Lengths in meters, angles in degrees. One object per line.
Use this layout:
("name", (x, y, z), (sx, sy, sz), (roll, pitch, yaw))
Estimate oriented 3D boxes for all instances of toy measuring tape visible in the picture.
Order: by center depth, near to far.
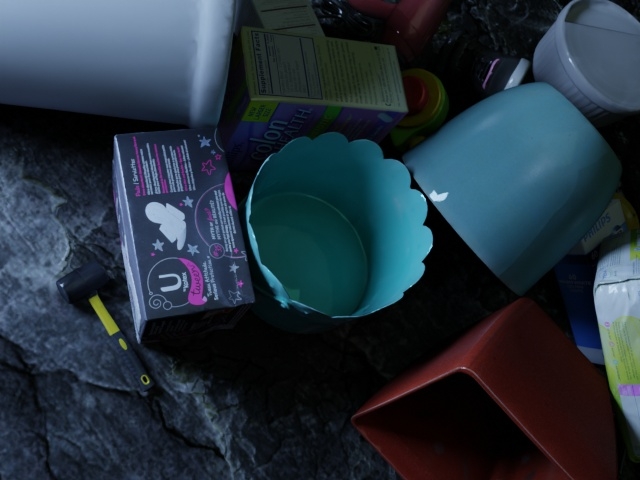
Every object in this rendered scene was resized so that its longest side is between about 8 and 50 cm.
("toy measuring tape", (0.153, -0.299, 1.156), (0.121, 0.121, 0.330), (-6, 73, -25))

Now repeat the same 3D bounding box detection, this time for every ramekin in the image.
("ramekin", (0.572, -0.362, 1.357), (0.272, 0.127, 0.273), (8, 68, -20))

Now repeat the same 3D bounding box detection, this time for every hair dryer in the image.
("hair dryer", (0.104, -0.395, 1.102), (0.293, 0.080, 0.224), (-18, 73, 14))

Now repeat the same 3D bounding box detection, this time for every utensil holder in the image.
("utensil holder", (-0.317, -0.324, 0.834), (0.385, 0.327, 0.328), (4, 69, -16))

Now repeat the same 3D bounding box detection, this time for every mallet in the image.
("mallet", (-0.285, 0.121, 0.858), (0.062, 0.039, 0.190), (-24, 85, -29))

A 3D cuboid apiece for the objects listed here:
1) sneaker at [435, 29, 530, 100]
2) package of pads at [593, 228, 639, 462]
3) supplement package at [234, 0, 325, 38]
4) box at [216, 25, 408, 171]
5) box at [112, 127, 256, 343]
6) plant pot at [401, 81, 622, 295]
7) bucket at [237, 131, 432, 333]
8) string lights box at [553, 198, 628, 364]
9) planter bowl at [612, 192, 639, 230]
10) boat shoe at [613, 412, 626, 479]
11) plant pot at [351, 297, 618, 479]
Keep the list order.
("sneaker", (0.283, -0.309, 1.172), (0.147, 0.105, 0.296), (26, 20, -2))
("package of pads", (0.488, 0.154, 0.976), (0.229, 0.101, 0.297), (-37, 113, -59))
("supplement package", (-0.068, -0.342, 1.086), (0.105, 0.105, 0.179), (-18, 79, -28))
("box", (-0.028, -0.199, 0.986), (0.243, 0.213, 0.117), (0, 70, -24))
("box", (-0.194, -0.003, 0.869), (0.142, 0.163, 0.247), (-7, 73, -22))
("plant pot", (0.311, -0.099, 1.004), (0.293, 0.235, 0.293), (45, 15, -16))
("bucket", (0.000, 0.000, 0.940), (0.281, 0.183, 0.281), (9, 67, -21))
("string lights box", (0.490, 0.072, 1.132), (0.133, 0.076, 0.260), (-30, 106, -30))
("planter bowl", (0.537, -0.029, 1.236), (0.217, 0.090, 0.217), (8, 68, -20))
("boat shoe", (0.440, 0.386, 1.043), (0.084, 0.079, 0.233), (34, 63, -10))
("plant pot", (0.257, 0.240, 0.928), (0.267, 0.267, 0.236), (47, 49, -1))
